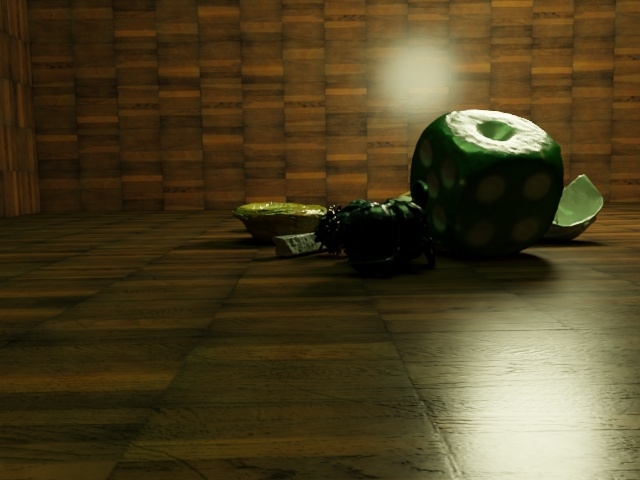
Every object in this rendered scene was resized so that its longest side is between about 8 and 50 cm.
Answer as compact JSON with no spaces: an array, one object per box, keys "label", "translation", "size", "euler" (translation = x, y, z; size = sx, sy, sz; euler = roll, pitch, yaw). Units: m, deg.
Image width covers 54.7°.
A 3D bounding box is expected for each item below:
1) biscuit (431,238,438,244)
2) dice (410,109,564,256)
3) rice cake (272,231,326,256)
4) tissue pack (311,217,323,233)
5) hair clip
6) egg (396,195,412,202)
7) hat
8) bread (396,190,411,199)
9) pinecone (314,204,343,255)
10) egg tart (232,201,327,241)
[{"label":"biscuit","translation":[0.260,-0.005,1.836],"size":[0.236,0.040,0.144],"euler":[-1,11,17]},{"label":"dice","translation":[0.415,-0.145,1.574],"size":[0.297,0.300,0.287],"euler":[-3,33,-15]},{"label":"rice cake","translation":[0.000,0.000,1.697],"size":[0.072,0.056,0.365],"euler":[-2,5,36]},{"label":"tissue pack","translation":[0.042,-0.057,2.139],"size":[0.235,0.073,0.173],"euler":[2,7,24]},{"label":"hair clip","translation":[0.147,-0.026,1.381],"size":[0.206,0.194,0.310],"euler":[-8,8,-1]},{"label":"egg","translation":[0.312,-0.090,2.123],"size":[0.164,0.131,0.131],"euler":[-4,6,6]},{"label":"hat","translation":[0.691,-0.058,1.892],"size":[0.258,0.168,0.301],"euler":[-19,-13,-16]},{"label":"bread","translation":[0.484,-0.129,2.396],"size":[0.388,0.183,0.236],"euler":[-11,-5,-25]},{"label":"pinecone","translation":[0.052,-0.023,1.594],"size":[0.121,0.140,0.140],"euler":[28,11,6]},{"label":"egg tart","translation":[-0.126,-0.059,1.971],"size":[0.315,0.120,0.315],"euler":[0,8,0]}]
